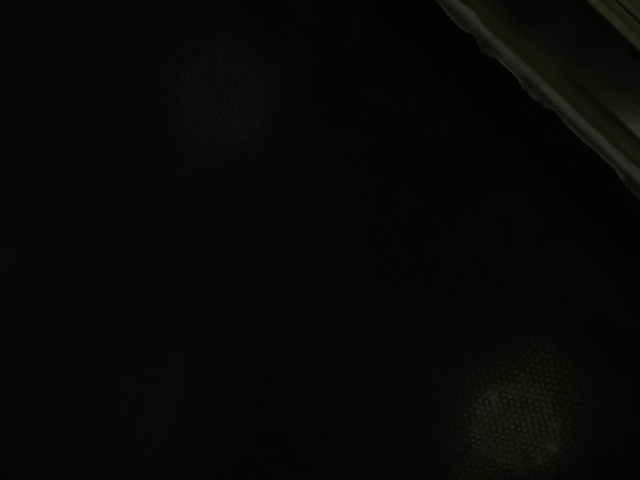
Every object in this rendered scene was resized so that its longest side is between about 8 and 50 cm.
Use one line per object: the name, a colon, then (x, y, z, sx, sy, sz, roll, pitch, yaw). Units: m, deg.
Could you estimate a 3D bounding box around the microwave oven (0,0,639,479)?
microwave oven: (0.000, 0.000, 0.503, 0.247, 0.394, 0.333, -47, -2, 17)
